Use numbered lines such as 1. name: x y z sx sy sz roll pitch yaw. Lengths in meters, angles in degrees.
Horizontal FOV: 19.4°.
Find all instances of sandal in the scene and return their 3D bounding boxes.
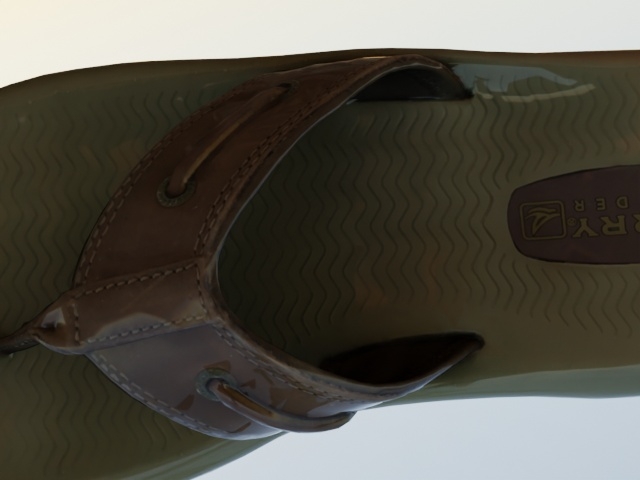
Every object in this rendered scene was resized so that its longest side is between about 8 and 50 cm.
1. sandal: 0.001 -0.002 0.488 0.303 0.120 0.086 -10 174 1
